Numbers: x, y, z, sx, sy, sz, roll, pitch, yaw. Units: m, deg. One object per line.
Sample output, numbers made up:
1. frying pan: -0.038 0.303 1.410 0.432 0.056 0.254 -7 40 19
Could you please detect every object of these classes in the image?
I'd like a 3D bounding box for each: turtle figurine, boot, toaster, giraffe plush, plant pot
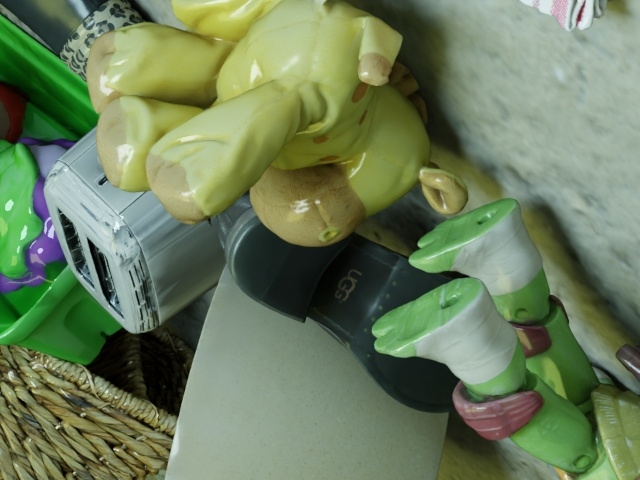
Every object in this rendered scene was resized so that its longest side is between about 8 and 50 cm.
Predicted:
1. turtle figurine: 0.111 0.129 0.891 0.266 0.198 0.275 56 156 -18
2. boot: 0.000 0.000 1.073 0.263 0.091 0.229 35 -172 -29
3. toaster: -0.133 -0.023 1.235 0.129 0.146 0.227 44 159 22
4. boot: -0.233 -0.200 1.240 0.178 0.085 0.236 50 162 -4
5. giraffe plush: -0.008 -0.070 0.880 0.170 0.210 0.181 49 -163 -49
6. plant pot: -0.004 0.163 1.172 0.191 0.284 0.284 12 153 3

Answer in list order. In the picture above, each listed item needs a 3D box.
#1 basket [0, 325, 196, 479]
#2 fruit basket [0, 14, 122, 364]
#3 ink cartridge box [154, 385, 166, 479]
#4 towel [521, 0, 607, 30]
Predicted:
1. basket: -0.257 0.131 1.595 0.299 0.223 0.213 -116 0 -73
2. fruit basket: -0.342 -0.075 1.388 0.392 0.283 0.392 41 172 7
3. ink cartridge box: -0.257 0.186 1.989 0.330 0.071 0.324 50 160 -8
4. towel: 0.053 -0.188 0.712 0.197 0.029 0.144 33 153 41
